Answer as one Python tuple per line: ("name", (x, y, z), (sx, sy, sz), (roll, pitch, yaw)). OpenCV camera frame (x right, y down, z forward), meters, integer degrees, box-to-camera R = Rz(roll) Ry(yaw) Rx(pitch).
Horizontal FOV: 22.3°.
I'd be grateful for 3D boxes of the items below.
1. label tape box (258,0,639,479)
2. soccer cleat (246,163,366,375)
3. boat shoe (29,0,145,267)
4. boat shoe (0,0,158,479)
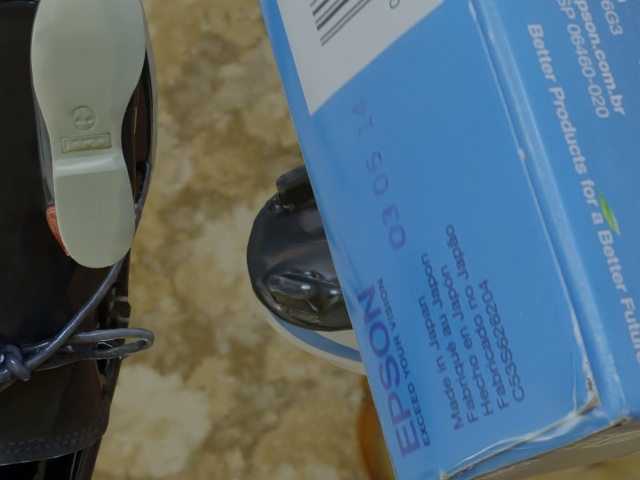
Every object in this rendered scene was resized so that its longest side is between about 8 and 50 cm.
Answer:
("label tape box", (0.152, -0.064, 0.548), (0.106, 0.333, 0.241), (-36, 65, 53))
("soccer cleat", (0.130, 0.012, 0.757), (0.143, 0.331, 0.116), (48, -134, -60))
("boat shoe", (-0.100, -0.057, 0.702), (0.043, 0.049, 0.137), (-140, 47, -76))
("boat shoe", (-0.185, 0.049, 0.896), (0.156, 0.186, 0.500), (-118, 36, -46))
